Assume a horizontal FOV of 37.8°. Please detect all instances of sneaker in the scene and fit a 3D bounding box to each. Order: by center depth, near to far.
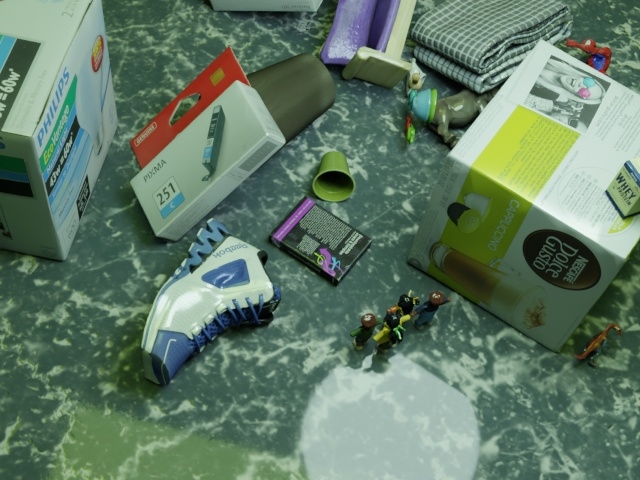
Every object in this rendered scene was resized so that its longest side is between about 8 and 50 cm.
[{"bbox_3d":[-0.172,0.111,1.618,0.182,0.127,0.316,20,55,9],"label":"sneaker"}]

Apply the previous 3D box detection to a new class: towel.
[{"bbox_3d":[0.365,-0.451,1.990,0.283,0.121,0.235,-33,41,-17],"label":"towel"}]

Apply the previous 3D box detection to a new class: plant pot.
[{"bbox_3d":[0.027,-0.132,1.835,0.083,0.083,0.079,5,44,-3],"label":"plant pot"}]

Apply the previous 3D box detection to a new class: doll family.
[{"bbox_3d":[0.143,0.137,1.646,0.193,0.111,0.076,-33,66,-25],"label":"doll family"}]

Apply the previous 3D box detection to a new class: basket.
[{"bbox_3d":[-0.092,-0.270,1.865,0.227,0.154,0.204,-34,54,-29],"label":"basket"}]

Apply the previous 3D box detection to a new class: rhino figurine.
[{"bbox_3d":[0.324,-0.279,1.962,0.243,0.073,0.106,-26,66,-23],"label":"rhino figurine"}]

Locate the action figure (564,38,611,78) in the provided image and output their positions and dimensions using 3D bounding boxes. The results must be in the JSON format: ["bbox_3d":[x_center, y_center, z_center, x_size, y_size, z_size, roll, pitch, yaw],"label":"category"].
[{"bbox_3d":[0.577,-0.332,2.012,0.139,0.091,0.280,6,56,-13],"label":"action figure"}]

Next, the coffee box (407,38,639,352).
[{"bbox_3d":[0.410,-0.073,1.678,0.334,0.338,0.338,33,59,13],"label":"coffee box"}]

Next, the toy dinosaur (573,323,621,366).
[{"bbox_3d":[0.506,0.185,1.682,0.047,0.090,0.082,36,104,28],"label":"toy dinosaur"}]

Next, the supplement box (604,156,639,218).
[{"bbox_3d":[0.504,-0.088,1.452,0.083,0.083,0.056,-17,63,-19],"label":"supplement box"}]

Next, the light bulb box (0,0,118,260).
[{"bbox_3d":[-0.526,-0.220,1.652,0.225,0.361,0.358,11,57,1],"label":"light bulb box"}]

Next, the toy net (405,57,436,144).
[{"bbox_3d":[0.204,-0.296,1.947,0.045,0.122,0.232,5,36,-1],"label":"toy net"}]

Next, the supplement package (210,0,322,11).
[{"bbox_3d":[-0.108,-0.618,2.038,0.261,0.145,0.204,7,54,26],"label":"supplement package"}]

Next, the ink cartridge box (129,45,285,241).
[{"bbox_3d":[-0.236,-0.188,1.737,0.296,0.066,0.261,-40,61,19],"label":"ink cartridge box"}]

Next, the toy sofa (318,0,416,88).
[{"bbox_3d":[0.132,-0.519,1.958,0.177,0.150,0.363,18,80,-11],"label":"toy sofa"}]

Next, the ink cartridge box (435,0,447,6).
[{"bbox_3d":[0.349,-0.574,2.133,0.150,0.109,0.063,-13,59,-15],"label":"ink cartridge box"}]

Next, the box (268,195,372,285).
[{"bbox_3d":[0.000,0.000,1.769,0.162,0.029,0.116,33,60,16],"label":"box"}]
